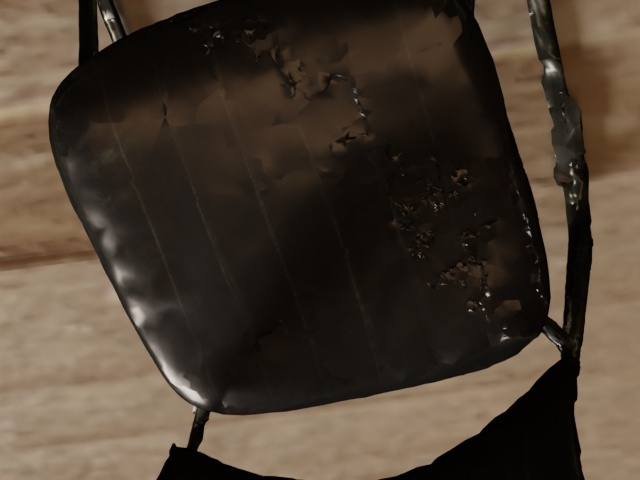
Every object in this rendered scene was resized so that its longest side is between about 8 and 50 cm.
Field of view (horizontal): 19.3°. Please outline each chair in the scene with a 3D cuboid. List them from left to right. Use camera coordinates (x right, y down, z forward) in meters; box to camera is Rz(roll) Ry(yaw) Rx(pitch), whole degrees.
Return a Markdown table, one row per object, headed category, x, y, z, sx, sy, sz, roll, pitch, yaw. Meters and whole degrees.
| category | x | y | z | sx | sy | sz | roll | pitch | yaw |
| --- | --- | --- | --- | --- | --- | --- | --- | --- | --- |
| chair | 0.000 | 0.000 | 0.510 | 0.140 | 0.221 | 0.145 | -13 | 119 | 13 |
